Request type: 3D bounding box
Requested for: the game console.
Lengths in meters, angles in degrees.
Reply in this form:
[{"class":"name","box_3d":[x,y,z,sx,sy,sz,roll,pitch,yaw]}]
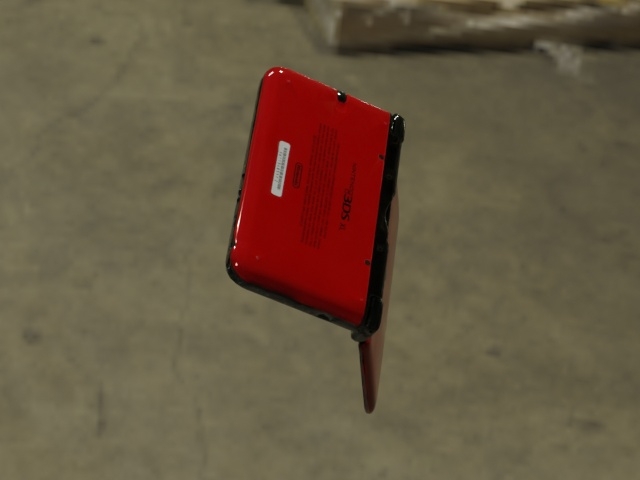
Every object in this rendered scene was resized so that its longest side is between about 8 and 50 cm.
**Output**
[{"class":"game console","box_3d":[0.000,0.000,0.985,0.124,0.085,0.144,22,51,-17]}]
